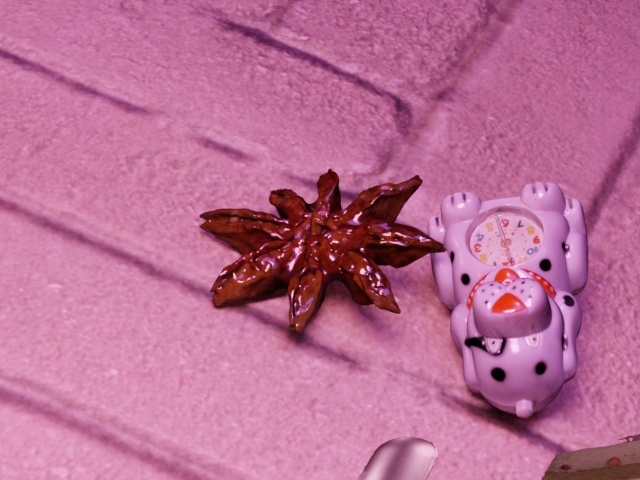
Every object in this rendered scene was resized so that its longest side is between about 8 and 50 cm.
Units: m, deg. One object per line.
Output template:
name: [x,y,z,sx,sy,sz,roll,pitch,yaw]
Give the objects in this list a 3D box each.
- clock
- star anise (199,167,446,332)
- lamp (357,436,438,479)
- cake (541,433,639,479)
clock: [0.210,0.078,1.893,0.189,0.189,0.254,11,45,-8]
star anise: [-0.001,0.000,1.928,0.288,0.088,0.288,-7,37,6]
lamp: [-0.028,0.266,1.494,0.124,0.283,0.203,45,40,6]
cake: [0.376,0.301,1.764,0.284,0.172,0.158,-9,26,20]
